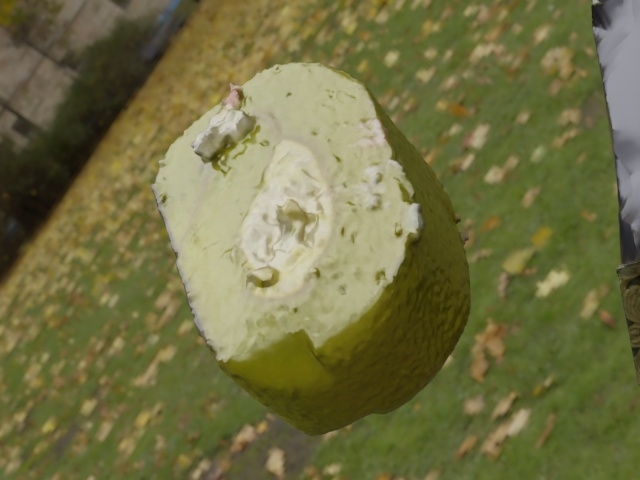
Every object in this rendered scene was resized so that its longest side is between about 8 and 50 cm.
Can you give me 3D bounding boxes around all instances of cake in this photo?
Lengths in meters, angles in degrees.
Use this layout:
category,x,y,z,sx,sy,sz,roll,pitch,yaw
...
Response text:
category,x,y,z,sx,sy,sz,roll,pitch,yaw
cake,0.000,0.000,0.982,0.179,0.156,0.260,-35,50,12

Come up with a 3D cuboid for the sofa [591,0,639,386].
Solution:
category,x,y,z,sx,sy,sz,roll,pitch,yaw
sofa,0.263,-0.034,0.809,0.200,0.182,0.258,65,-158,-52
